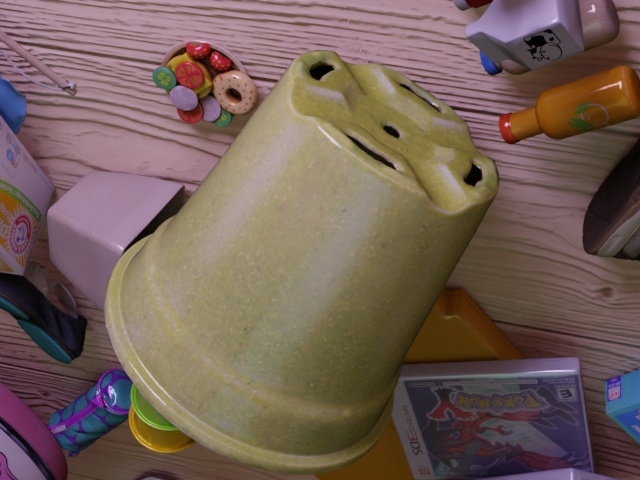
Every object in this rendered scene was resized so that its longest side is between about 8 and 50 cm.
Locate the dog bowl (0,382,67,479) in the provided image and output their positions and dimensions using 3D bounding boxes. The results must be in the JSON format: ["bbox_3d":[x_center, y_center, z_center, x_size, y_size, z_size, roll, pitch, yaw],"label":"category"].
[{"bbox_3d":[-0.511,0.279,1.126,0.408,0.150,0.408,17,138,16],"label":"dog bowl"}]

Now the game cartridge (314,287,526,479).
[{"bbox_3d":[0.088,0.189,0.984,0.324,0.052,0.285,-27,121,31],"label":"game cartridge"}]

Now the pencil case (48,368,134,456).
[{"bbox_3d":[-0.287,0.218,1.103,0.152,0.070,0.064,-38,72,38],"label":"pencil case"}]

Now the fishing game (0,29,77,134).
[{"bbox_3d":[-0.351,-0.152,0.768,0.264,0.041,0.189,-13,143,40],"label":"fishing game"}]

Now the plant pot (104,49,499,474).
[{"bbox_3d":[0.000,0.000,0.700,0.276,0.276,0.254,27,123,-10],"label":"plant pot"}]

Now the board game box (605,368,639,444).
[{"bbox_3d":[0.419,0.166,0.861,0.160,0.047,0.210,40,131,-21],"label":"board game box"}]

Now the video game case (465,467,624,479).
[{"bbox_3d":[0.254,0.290,0.976,0.193,0.023,0.212,21,150,-34],"label":"video game case"}]

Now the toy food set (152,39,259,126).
[{"bbox_3d":[-0.099,-0.133,0.745,0.082,0.020,0.083,-23,123,33],"label":"toy food set"}]

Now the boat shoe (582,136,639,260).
[{"bbox_3d":[0.286,-0.055,0.672,0.073,0.080,0.223,14,143,-11],"label":"boat shoe"}]

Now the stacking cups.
[{"bbox_3d":[-0.163,0.122,0.928,0.096,0.096,0.316,15,142,2],"label":"stacking cups"}]

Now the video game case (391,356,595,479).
[{"bbox_3d":[0.178,0.194,0.915,0.201,0.023,0.183,-6,130,18],"label":"video game case"}]

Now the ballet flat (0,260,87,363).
[{"bbox_3d":[-0.315,0.064,0.947,0.074,0.074,0.203,-2,148,18],"label":"ballet flat"}]

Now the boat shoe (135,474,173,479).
[{"bbox_3d":[-0.267,0.407,1.274,0.068,0.072,0.190,30,133,-13],"label":"boat shoe"}]

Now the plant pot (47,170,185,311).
[{"bbox_3d":[-0.204,-0.005,0.846,0.096,0.109,0.109,24,136,10],"label":"plant pot"}]

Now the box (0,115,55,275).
[{"bbox_3d":[-0.343,-0.060,0.788,0.114,0.103,0.203,6,154,10],"label":"box"}]

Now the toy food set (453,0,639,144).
[{"bbox_3d":[0.125,-0.154,0.588,0.104,0.111,0.232,-16,153,35],"label":"toy food set"}]
